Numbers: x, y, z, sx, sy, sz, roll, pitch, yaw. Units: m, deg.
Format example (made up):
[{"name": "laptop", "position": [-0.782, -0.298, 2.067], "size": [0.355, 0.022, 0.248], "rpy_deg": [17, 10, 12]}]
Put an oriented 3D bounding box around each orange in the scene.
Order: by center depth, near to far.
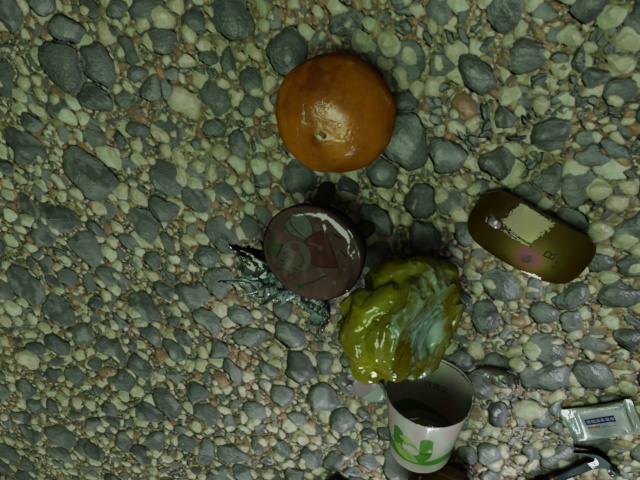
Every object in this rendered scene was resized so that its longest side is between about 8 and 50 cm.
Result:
[{"name": "orange", "position": [0.033, -0.287, 1.453], "size": [0.283, 0.226, 0.284], "rpy_deg": [12, 128, 15]}]

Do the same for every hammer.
[{"name": "hammer", "position": [0.721, 0.696, 1.878], "size": [0.137, 0.037, 0.289], "rpy_deg": [45, 122, -9]}]

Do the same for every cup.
[{"name": "cup", "position": [0.298, 0.510, 1.815], "size": [0.252, 0.253, 0.274], "rpy_deg": [11, 130, 13]}]

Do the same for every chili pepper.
[{"name": "chili pepper", "position": [0.504, 0.386, 1.777], "size": [0.153, 0.041, 0.050], "rpy_deg": [17, 103, 28]}]

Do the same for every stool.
[{"name": "stool", "position": [0.000, 0.000, 1.651], "size": [0.271, 0.178, 0.272], "rpy_deg": [9, 121, 15]}]

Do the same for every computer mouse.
[{"name": "computer mouse", "position": [0.511, -0.005, 1.536], "size": [0.310, 0.072, 0.158], "rpy_deg": [29, 122, 3]}]

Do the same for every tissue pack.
[{"name": "tissue pack", "position": [0.781, 0.502, 1.753], "size": [0.192, 0.026, 0.123], "rpy_deg": [-20, 110, 27]}]

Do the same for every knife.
[{"name": "knife", "position": [0.166, 0.320, 1.860], "size": [0.132, 0.038, 0.399], "rpy_deg": [16, 121, 8]}]

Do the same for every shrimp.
[{"name": "shrimp", "position": [-0.120, 0.127, 1.759], "size": [0.410, 0.221, 0.166], "rpy_deg": [27, 116, -26]}]

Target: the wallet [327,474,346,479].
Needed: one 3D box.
[{"name": "wallet", "position": [0.030, 0.960, 2.266], "size": [0.170, 0.044, 0.321], "rpy_deg": [38, 124, -6]}]

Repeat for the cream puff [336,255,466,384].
[{"name": "cream puff", "position": [0.177, 0.189, 1.607], "size": [0.275, 0.378, 0.379], "rpy_deg": [33, 130, 37]}]

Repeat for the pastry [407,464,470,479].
[{"name": "pastry", "position": [0.355, 0.893, 1.926], "size": [0.244, 0.410, 0.410], "rpy_deg": [-3, 118, 9]}]
